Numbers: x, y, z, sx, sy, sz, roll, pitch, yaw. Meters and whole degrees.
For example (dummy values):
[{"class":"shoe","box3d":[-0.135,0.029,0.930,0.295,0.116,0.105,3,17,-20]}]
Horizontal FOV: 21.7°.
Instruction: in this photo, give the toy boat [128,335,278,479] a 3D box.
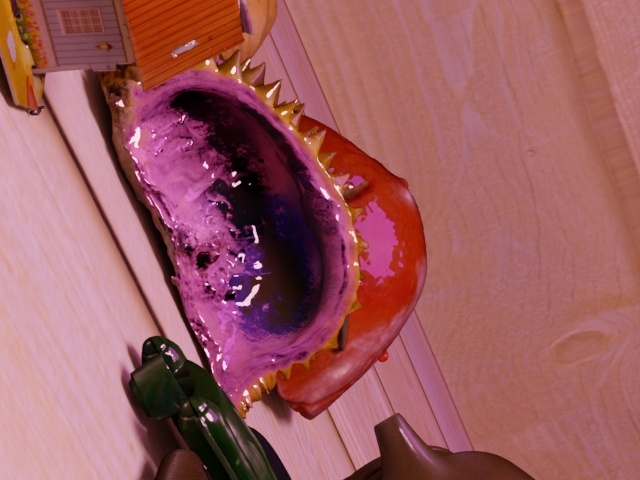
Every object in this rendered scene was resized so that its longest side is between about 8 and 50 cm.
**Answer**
[{"class":"toy boat","box3d":[-0.053,0.146,1.003,0.104,0.052,0.210,44,-19,55]}]

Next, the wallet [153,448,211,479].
[{"class":"wallet","box3d":[-0.066,0.189,0.847,0.198,0.031,0.110,-83,152,-76]}]

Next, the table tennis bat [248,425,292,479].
[{"class":"table tennis bat","box3d":[-0.014,0.236,1.161,0.150,0.027,0.236,53,16,-63]}]

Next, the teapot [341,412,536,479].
[{"class":"teapot","box3d":[0.069,0.225,1.098,0.175,0.185,0.268,43,-32,42]}]

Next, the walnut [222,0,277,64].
[{"class":"walnut","box3d":[-0.110,-0.204,1.297,0.180,0.144,0.144,63,7,-12]}]

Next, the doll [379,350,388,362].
[{"class":"doll","box3d":[0.030,0.079,1.942,0.109,0.057,0.169,52,-4,-13]}]

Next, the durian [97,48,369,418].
[{"class":"durian","box3d":[-0.073,-0.036,1.214,0.186,0.154,0.260,32,-37,57]}]

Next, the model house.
[{"class":"model house","box3d":[-0.115,-0.204,0.945,0.207,0.136,0.219,-87,172,-49]}]

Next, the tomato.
[{"class":"tomato","box3d":[0.004,-0.002,1.435,0.309,0.170,0.309,-20,90,-82]}]
